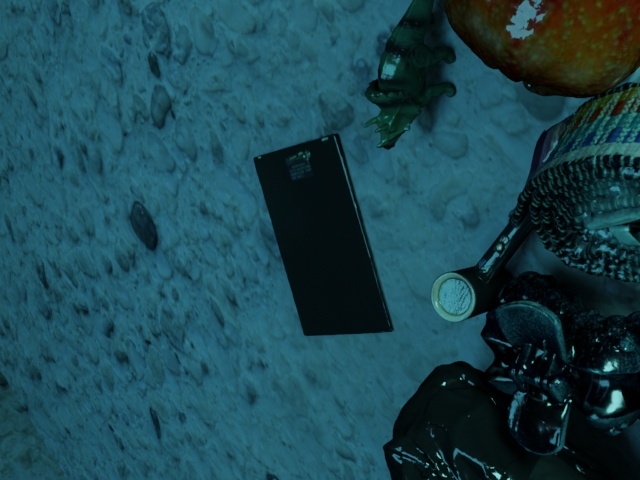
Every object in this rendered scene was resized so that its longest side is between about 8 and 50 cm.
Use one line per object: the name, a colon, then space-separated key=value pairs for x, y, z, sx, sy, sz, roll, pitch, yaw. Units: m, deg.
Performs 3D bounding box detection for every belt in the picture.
belt: x=0.364 y=-0.066 z=1.313 sx=0.207 sy=0.160 sz=0.295 roll=41 pitch=158 yaw=-9

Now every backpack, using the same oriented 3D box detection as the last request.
backpack: x=0.278 y=0.391 z=1.562 sx=0.445 sy=0.255 sz=0.363 roll=34 pitch=159 yaw=29

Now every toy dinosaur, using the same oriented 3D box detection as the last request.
toy dinosaur: x=0.139 y=-0.261 z=1.635 sx=0.079 sy=0.120 sz=0.292 roll=42 pitch=114 yaw=51

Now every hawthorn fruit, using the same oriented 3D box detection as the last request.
hawthorn fruit: x=0.286 y=-0.308 z=1.289 sx=0.254 sy=0.254 sz=0.300 roll=44 pitch=110 yaw=34

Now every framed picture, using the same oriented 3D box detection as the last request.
framed picture: x=0.000 y=0.000 z=2.002 sx=0.255 sy=0.014 sz=0.339 roll=-10 pitch=97 yaw=55

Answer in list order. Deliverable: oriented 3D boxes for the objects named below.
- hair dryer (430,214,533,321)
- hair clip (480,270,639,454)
hair dryer: x=0.263 y=0.004 z=1.587 sx=0.070 sy=0.128 sz=0.255 roll=47 pitch=118 yaw=22
hair clip: x=0.321 y=0.140 z=1.444 sx=0.310 sy=0.206 sz=0.195 roll=13 pitch=116 yaw=51
